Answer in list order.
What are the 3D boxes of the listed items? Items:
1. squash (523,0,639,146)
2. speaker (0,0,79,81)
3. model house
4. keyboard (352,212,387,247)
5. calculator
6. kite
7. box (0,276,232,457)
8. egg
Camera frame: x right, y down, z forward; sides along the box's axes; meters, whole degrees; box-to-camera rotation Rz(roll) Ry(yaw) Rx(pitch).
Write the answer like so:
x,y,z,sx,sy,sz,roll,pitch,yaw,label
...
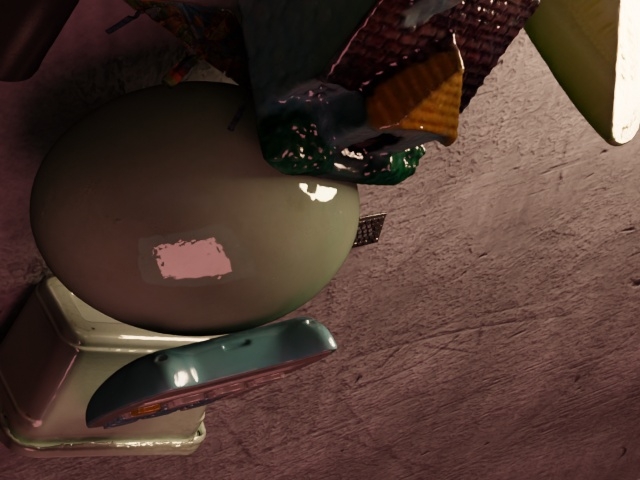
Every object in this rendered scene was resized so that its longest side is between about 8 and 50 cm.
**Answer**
x,y,z,sx,sy,sz,roll,pitch,yaw,label
0.343,-0.252,1.441,0.203,0.289,0.111,-38,145,15,squash
-0.356,-0.215,1.056,0.388,0.184,0.180,7,132,-44,speaker
0.096,-0.198,1.297,0.248,0.230,0.280,-15,170,36,model house
0.000,0.000,1.779,0.198,0.010,0.064,-12,142,-25,keyboard
-0.138,0.161,1.462,0.256,0.055,0.386,-12,168,-23,calculator
-0.124,-0.198,1.317,0.010,0.183,0.160,-46,-171,43,kite
-0.263,0.156,1.658,0.311,0.175,0.182,7,124,-43,box
-0.127,-0.034,1.389,0.388,0.276,0.276,-4,140,-39,egg
